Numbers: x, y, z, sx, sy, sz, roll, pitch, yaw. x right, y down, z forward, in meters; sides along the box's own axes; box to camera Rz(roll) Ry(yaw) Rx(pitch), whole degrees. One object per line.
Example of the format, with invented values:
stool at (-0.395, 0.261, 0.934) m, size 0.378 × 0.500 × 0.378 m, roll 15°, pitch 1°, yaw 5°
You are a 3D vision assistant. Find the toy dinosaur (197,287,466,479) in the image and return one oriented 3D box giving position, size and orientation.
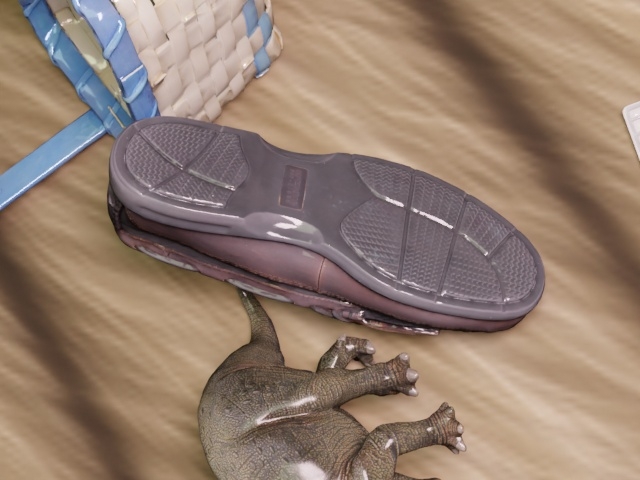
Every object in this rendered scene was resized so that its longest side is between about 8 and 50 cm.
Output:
toy dinosaur at (-0.009, 0.133, 1.158) m, size 0.160 × 0.121 × 0.313 m, roll -17°, pitch 62°, yaw -21°

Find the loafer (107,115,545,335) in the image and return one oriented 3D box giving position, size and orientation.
loafer at (0.000, 0.000, 1.215) m, size 0.302 × 0.095 × 0.109 m, roll 18°, pitch 53°, yaw -1°

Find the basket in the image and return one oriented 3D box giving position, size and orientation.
basket at (-0.181, -0.142, 1.251) m, size 0.289 × 0.255 × 0.201 m, roll -37°, pitch 66°, yaw -16°

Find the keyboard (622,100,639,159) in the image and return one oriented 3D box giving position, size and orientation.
keyboard at (0.334, -0.101, 1.190) m, size 0.256 × 0.014 × 0.072 m, roll -21°, pitch 68°, yaw 12°
